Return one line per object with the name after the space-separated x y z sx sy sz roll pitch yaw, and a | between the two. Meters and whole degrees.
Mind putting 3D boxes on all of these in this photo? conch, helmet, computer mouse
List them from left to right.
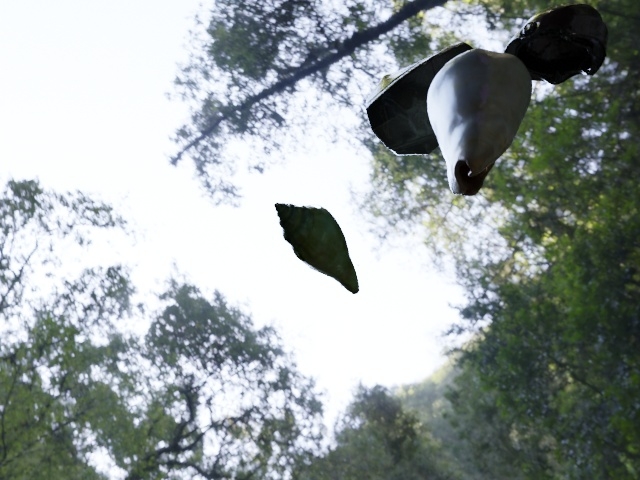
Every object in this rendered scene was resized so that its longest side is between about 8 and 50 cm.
-0.003 0.002 0.984 0.079 0.095 0.201 -32 -42 1 | conch
0.164 -0.199 0.908 0.231 0.071 0.126 -28 -91 -20 | computer mouse
0.147 -0.101 0.592 0.094 0.176 0.104 22 -47 -22 | conch
0.294 -0.248 0.816 0.098 0.123 0.070 37 -111 -39 | helmet
